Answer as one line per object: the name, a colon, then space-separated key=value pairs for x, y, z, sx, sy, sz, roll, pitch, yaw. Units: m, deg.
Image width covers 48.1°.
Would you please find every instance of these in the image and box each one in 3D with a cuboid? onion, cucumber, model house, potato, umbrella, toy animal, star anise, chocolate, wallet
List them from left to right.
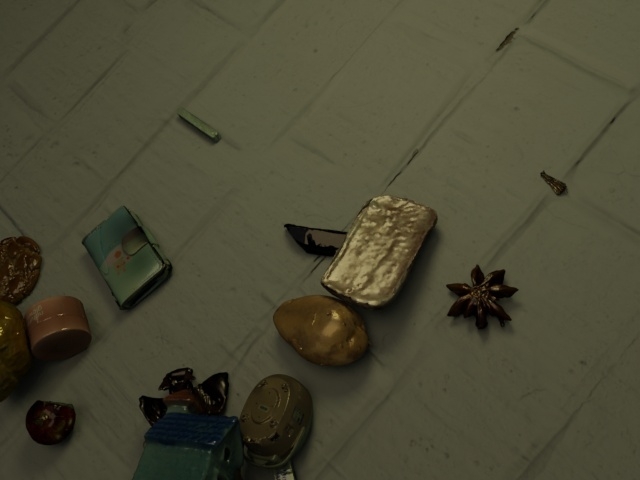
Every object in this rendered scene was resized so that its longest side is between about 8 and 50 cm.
onion: x=-0.663 y=0.446 z=1.756 sx=0.117 sy=0.119 sz=0.119 roll=7 pitch=69 yaw=17
wallet: x=-0.516 y=0.042 z=1.908 sx=0.176 sy=0.075 sz=0.250 roll=-40 pitch=62 yaw=2
toy animal: x=-0.309 y=0.393 z=1.689 sx=0.218 sy=0.116 sz=0.180 roll=-16 pitch=89 yaw=-19
model house: x=-0.248 y=0.486 z=1.515 sx=0.251 sy=0.295 sz=0.330 roll=-7 pitch=48 yaw=17
cucumber: x=0.000 y=0.000 z=1.776 sx=0.219 sy=0.046 sz=0.071 roll=7 pitch=77 yaw=21
potato: x=0.002 y=0.196 z=1.637 sx=0.161 sy=0.128 sz=0.234 roll=-43 pitch=56 yaw=-11
chocolate: x=0.144 y=0.033 z=1.675 sx=0.185 sy=0.100 sz=0.303 roll=18 pitch=64 yaw=28
star anise: x=0.355 y=0.123 z=1.592 sx=0.167 sy=0.057 sz=0.168 roll=-6 pitch=66 yaw=15
umbrella: x=0.543 y=-0.134 z=1.668 sx=0.083 sy=0.020 sz=0.031 roll=45 pitch=125 yaw=29

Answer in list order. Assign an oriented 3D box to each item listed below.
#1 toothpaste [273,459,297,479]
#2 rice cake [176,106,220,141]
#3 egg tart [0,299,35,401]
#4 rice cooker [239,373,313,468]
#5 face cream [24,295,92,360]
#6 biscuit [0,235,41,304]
toothpaste: x=-0.065 y=0.560 z=1.551 sx=0.046 sy=0.034 sz=0.164 roll=-20 pitch=62 yaw=5
rice cake: x=-0.348 y=-0.331 z=2.042 sx=0.170 sy=0.033 sz=0.029 roll=35 pitch=85 yaw=27
egg tart: x=-0.807 y=0.254 z=1.814 sx=0.128 sy=0.319 sz=0.319 roll=-12 pitch=60 yaw=-19
rice cooker: x=-0.101 y=0.394 z=1.578 sx=0.145 sy=0.127 sz=0.206 roll=2 pitch=48 yaw=31
face cream: x=-0.672 y=0.225 z=1.835 sx=0.149 sy=0.149 sz=0.104 roll=-29 pitch=60 yaw=4
biscuit: x=-0.889 y=0.088 z=2.031 sx=0.225 sy=0.042 sz=0.226 roll=-7 pitch=64 yaw=15
